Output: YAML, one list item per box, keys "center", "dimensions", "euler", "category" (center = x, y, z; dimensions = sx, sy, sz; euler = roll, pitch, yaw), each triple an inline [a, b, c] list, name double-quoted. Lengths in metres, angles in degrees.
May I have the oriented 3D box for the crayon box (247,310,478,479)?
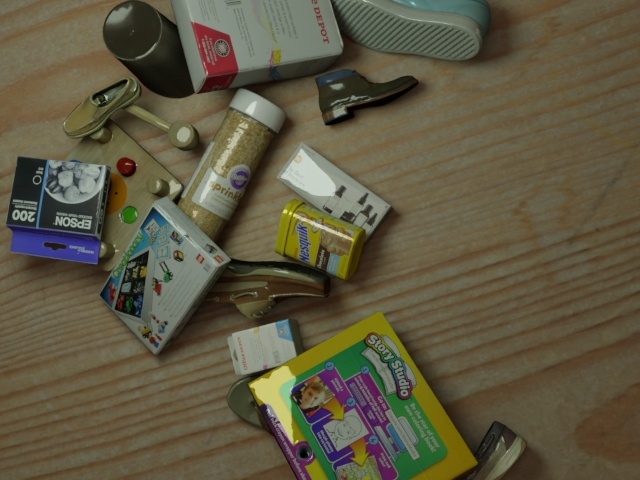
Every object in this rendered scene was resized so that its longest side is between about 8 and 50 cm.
- center: [0.079, 0.370, 1.773]
  dimensions: [0.313, 0.106, 0.363]
  euler: [-27, 66, -10]
  category: "crayon box"

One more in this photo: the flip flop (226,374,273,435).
- center: [-0.071, 0.377, 1.883]
  dimensions: [0.277, 0.080, 0.112]
  euler: [34, 91, 10]
  category: "flip flop"

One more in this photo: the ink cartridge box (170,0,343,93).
- center: [-0.135, -0.449, 1.876]
  dimensions: [0.306, 0.131, 0.226]
  euler: [-13, 84, -22]
  category: "ink cartridge box"

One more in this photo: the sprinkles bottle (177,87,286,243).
- center: [-0.206, -0.146, 1.928]
  dimensions: [0.121, 0.121, 0.355]
  euler: [29, 91, 10]
  category: "sprinkles bottle"

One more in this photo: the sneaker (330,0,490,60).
- center: [0.187, -0.488, 1.912]
  dimensions: [0.366, 0.135, 0.150]
  euler: [20, 57, 15]
  category: "sneaker"

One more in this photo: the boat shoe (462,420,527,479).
- center: [0.293, 0.486, 1.812]
  dimensions: [0.092, 0.103, 0.285]
  euler: [43, 89, 15]
  category: "boat shoe"

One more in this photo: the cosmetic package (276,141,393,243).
- center: [0.030, -0.102, 1.918]
  dimensions: [0.239, 0.060, 0.099]
  euler: [36, 90, 10]
  category: "cosmetic package"

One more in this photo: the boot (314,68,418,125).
- center: [0.093, -0.334, 1.917]
  dimensions: [0.219, 0.082, 0.106]
  euler: [-21, 85, 8]
  category: "boot"

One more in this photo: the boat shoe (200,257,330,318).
- center: [-0.138, 0.104, 1.906]
  dimensions: [0.324, 0.122, 0.119]
  euler: [5, 94, 18]
  category: "boat shoe"

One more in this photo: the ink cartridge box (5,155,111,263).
- center: [-0.554, -0.065, 1.885]
  dimensions: [0.206, 0.045, 0.208]
  euler: [6, 86, 10]
  category: "ink cartridge box"

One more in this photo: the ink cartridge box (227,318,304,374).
- center: [-0.117, 0.227, 1.898]
  dimensions: [0.143, 0.090, 0.092]
  euler: [-14, 83, 8]
  category: "ink cartridge box"

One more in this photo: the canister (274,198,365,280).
- center: [0.000, 0.000, 1.879]
  dimensions: [0.170, 0.073, 0.126]
  euler: [22, 120, 17]
  category: "canister"

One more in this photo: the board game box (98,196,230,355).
- center: [-0.335, 0.080, 1.889]
  dimensions: [0.193, 0.053, 0.305]
  euler: [45, 124, 9]
  category: "board game box"

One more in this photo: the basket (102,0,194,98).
- center: [-0.365, -0.417, 1.921]
  dimensions: [0.204, 0.227, 0.154]
  euler: [40, 92, 10]
  category: "basket"

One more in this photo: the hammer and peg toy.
- center: [-0.434, -0.147, 1.961]
  dimensions: [0.266, 0.127, 0.361]
  euler: [41, 92, 12]
  category: "hammer and peg toy"

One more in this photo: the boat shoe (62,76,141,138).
- center: [-0.468, -0.285, 1.878]
  dimensions: [0.190, 0.072, 0.068]
  euler: [-37, 79, 5]
  category: "boat shoe"
